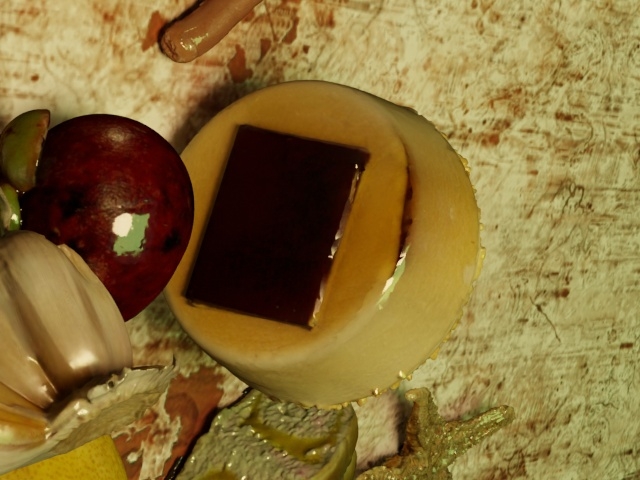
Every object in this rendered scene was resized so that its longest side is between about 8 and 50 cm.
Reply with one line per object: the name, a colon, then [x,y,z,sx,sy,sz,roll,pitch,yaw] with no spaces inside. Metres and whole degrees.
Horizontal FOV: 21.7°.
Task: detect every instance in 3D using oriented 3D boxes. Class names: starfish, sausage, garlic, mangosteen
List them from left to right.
garlic: [-0.193,0.056,1.155,0.207,0.207,0.257,-19,131,-45]
mangosteen: [-0.199,-0.022,1.311,0.200,0.200,0.200,-26,127,-41]
sausage: [-0.079,-0.209,1.458,0.158,0.036,0.042,-48,150,-25]
starfish: [0.105,0.273,1.907,0.299,0.060,0.302,-51,146,-12]

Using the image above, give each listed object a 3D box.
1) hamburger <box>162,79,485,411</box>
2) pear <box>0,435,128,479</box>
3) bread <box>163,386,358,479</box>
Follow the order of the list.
hamburger: [0.000,0.000,1.450,0.170,0.302,0.302,31,83,-59]
pear: [-0.256,0.212,1.313,0.209,0.209,0.209,-26,127,-41]
bread: [-0.043,0.253,1.640,0.261,0.158,0.156,-59,146,-7]
